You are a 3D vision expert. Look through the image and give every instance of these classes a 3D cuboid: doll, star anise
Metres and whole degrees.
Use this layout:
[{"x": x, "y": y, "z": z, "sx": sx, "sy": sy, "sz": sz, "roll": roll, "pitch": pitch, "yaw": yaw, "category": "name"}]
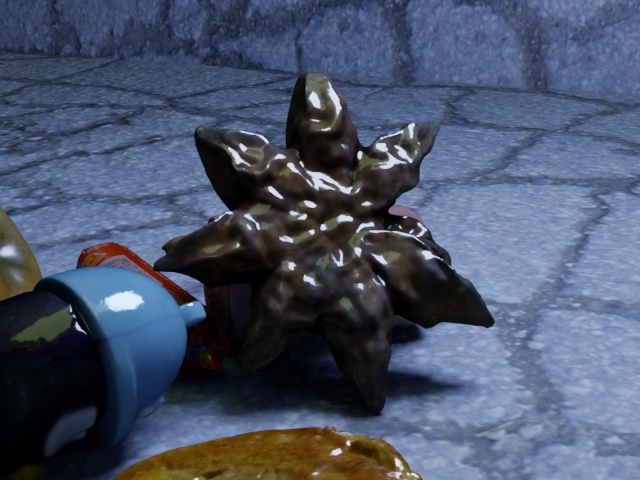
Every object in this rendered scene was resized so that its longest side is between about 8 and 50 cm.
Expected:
[{"x": -0.220, "y": 0.110, "z": 0.887, "sx": 0.314, "sy": 0.141, "sz": 0.177, "roll": -25, "pitch": -3, "yaw": -30, "category": "doll"}, {"x": 0.019, "y": -0.003, "z": 1.044, "sx": 0.315, "sy": 0.315, "sz": 0.108, "roll": -3, "pitch": -22, "yaw": -8, "category": "star anise"}]

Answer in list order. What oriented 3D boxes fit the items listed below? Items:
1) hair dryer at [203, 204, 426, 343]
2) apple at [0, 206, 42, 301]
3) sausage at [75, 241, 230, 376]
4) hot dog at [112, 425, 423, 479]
[{"x": -0.034, "y": 0.013, "z": 1.263, "sx": 0.210, "sy": 0.125, "sz": 0.352, "roll": -4, "pitch": 11, "yaw": -16, "category": "hair dryer"}, {"x": -0.338, "y": 0.045, "z": 1.002, "sx": 0.174, "sy": 0.188, "sz": 0.188, "roll": -29, "pitch": 9, "yaw": 19, "category": "apple"}, {"x": -0.159, "y": 0.069, "z": 1.130, "sx": 0.074, "sy": 0.074, "sz": 0.274, "roll": -10, "pitch": 19, "yaw": -29, "category": "sausage"}, {"x": -0.002, "y": 0.184, "z": 0.616, "sx": 0.153, "sy": 0.150, "sz": 0.256, "roll": -15, "pitch": 14, "yaw": -32, "category": "hot dog"}]
